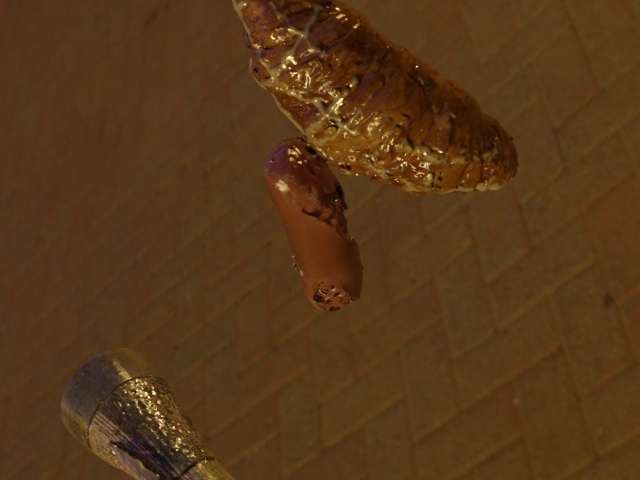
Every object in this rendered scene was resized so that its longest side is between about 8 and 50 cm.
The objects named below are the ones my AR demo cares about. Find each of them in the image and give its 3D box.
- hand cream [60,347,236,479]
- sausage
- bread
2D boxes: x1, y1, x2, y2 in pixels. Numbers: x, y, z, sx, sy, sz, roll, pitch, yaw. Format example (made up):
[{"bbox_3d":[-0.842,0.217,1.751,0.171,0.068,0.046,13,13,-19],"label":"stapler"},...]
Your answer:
[{"bbox_3d":[-0.114,0.166,0.843,0.203,0.084,0.084,37,97,37],"label":"hand cream"},{"bbox_3d":[0.001,0.001,1.213,0.079,0.326,0.087,-32,61,-8],"label":"sausage"},{"bbox_3d":[0.025,-0.087,0.706,0.076,0.233,0.105,-60,21,-15],"label":"bread"}]
